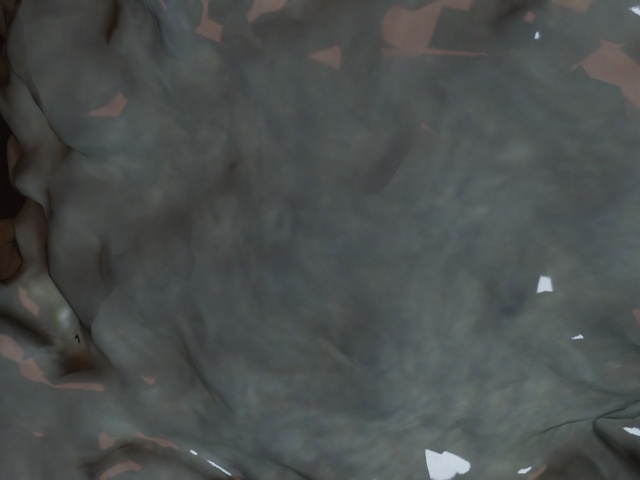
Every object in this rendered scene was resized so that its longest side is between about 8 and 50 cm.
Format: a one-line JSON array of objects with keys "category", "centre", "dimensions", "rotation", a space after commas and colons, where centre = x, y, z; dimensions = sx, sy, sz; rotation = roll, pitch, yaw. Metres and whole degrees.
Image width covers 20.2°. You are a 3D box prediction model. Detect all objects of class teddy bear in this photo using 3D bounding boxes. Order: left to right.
[{"category": "teddy bear", "centre": [0.000, 0.000, 0.477], "dimensions": [0.367, 0.224, 0.357], "rotation": [-43, 75, 24]}]
